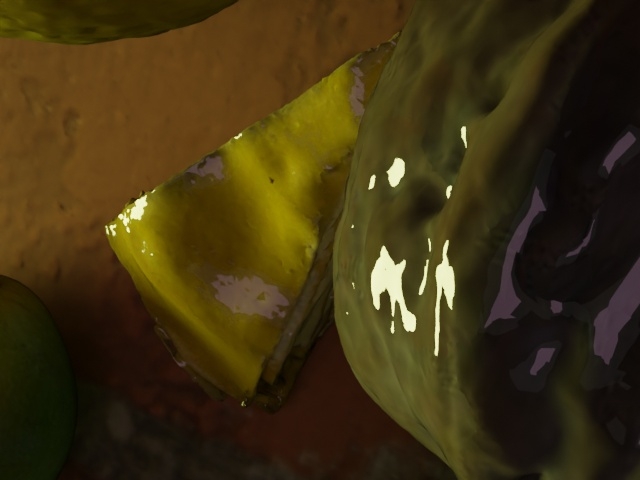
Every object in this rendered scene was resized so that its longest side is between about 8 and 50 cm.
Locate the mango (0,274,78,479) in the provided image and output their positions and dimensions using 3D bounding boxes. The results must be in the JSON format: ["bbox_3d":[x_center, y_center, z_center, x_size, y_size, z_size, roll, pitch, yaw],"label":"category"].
[{"bbox_3d":[-0.182,0.086,0.857,0.191,0.085,0.122,-38,90,26],"label":"mango"}]

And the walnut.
[{"bbox_3d":[0.112,-0.007,0.647,0.224,0.224,0.224,6,106,22],"label":"walnut"}]

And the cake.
[{"bbox_3d":[-0.002,0.001,0.762,0.185,0.080,0.116,-24,91,23],"label":"cake"}]

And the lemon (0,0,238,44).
[{"bbox_3d":[-0.079,-0.196,0.648,0.267,0.267,0.267,6,106,22],"label":"lemon"}]
